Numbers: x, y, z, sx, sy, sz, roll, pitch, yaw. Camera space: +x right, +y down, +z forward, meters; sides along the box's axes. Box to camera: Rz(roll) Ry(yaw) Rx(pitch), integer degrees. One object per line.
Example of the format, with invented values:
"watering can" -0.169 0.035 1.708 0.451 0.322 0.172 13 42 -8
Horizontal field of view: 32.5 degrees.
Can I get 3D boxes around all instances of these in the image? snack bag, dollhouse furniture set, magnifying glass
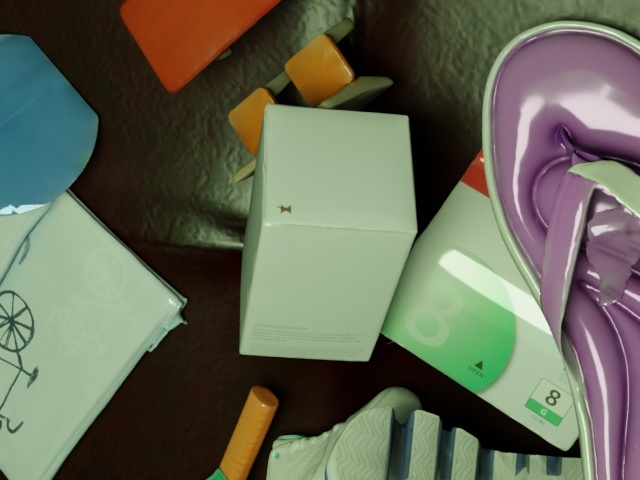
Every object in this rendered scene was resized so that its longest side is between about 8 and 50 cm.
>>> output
"snack bag" -0.328 0.059 1.067 0.342 0.037 0.323 43 116 8
"dollhouse furniture set" -0.056 -0.201 0.787 0.259 0.135 0.262 -33 90 40
"magnifying glass" -0.088 0.228 0.987 0.092 0.026 0.231 44 122 37

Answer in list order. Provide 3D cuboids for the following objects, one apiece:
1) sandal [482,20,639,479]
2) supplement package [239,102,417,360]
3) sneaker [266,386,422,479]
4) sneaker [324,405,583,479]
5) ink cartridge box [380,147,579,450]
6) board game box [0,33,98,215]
"sandal" 0.221 0.042 0.739 0.169 0.102 0.416 -17 85 14
"supplement package" 0.000 0.000 0.803 0.105 0.105 0.179 4 146 -7
"sneaker" 0.000 0.190 0.939 0.094 0.080 0.212 48 115 33
"sneaker" 0.129 0.235 0.856 0.315 0.127 0.182 22 148 -8
"ink cartridge box" 0.166 0.020 0.823 0.181 0.056 0.225 33 117 13
"board game box" -0.279 -0.101 0.985 0.133 0.033 0.169 -40 82 -10
